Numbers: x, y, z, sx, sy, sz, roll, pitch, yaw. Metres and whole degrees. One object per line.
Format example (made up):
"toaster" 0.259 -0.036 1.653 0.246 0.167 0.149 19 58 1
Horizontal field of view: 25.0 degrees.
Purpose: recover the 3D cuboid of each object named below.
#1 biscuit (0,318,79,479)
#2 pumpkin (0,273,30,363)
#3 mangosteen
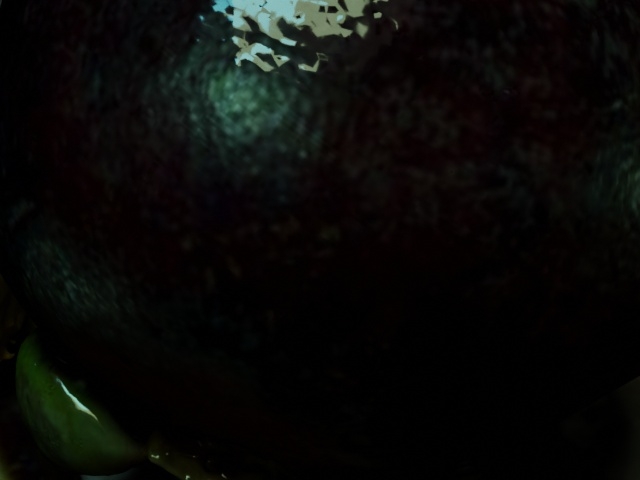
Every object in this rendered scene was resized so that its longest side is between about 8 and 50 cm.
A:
"biscuit" -0.164 0.082 0.455 0.183 0.039 0.174 -14 35 -8
"pumpkin" -0.132 0.013 0.469 0.074 0.054 0.083 3 38 24
"mangosteen" 0.008 -0.009 0.417 0.216 0.216 0.216 -7 35 5
